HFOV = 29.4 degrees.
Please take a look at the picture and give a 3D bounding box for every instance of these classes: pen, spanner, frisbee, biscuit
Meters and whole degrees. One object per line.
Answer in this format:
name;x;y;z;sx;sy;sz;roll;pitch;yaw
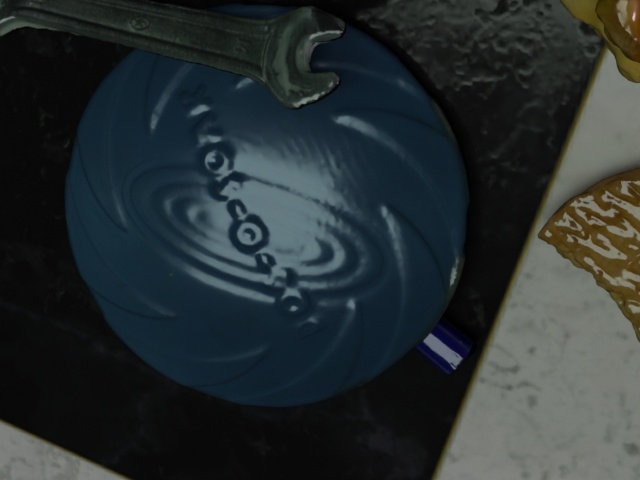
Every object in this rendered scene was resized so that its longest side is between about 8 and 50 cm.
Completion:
pen;0.000;0.000;0.872;0.269;0.033;0.033;40;120;0
spanner;-0.118;-0.144;0.821;0.302;0.017;0.071;14;83;23
frisbee;-0.044;-0.017;0.834;0.289;0.049;0.289;2;103;10
biscuit;0.261;0.028;0.787;0.224;0.033;0.144;40;118;-1

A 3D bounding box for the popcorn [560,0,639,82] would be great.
popcorn;0.192;-0.158;0.658;0.170;0.180;0.180;16;123;52
